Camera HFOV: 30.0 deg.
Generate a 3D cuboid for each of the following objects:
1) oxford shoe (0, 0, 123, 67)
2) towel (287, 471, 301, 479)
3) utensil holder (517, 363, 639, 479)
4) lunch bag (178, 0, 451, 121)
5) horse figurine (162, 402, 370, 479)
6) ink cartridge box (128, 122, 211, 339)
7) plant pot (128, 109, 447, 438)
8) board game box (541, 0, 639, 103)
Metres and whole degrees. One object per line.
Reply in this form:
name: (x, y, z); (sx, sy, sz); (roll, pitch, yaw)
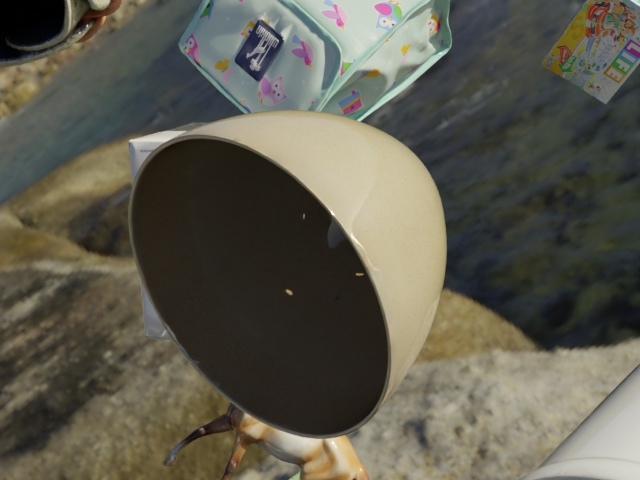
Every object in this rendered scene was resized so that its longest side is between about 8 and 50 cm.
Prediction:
oxford shoe: (-0.120, -0.142, 0.553); (0.397, 0.146, 0.140); (-17, -27, -38)
towel: (-0.024, 0.306, 1.358); (0.152, 0.113, 0.023); (-34, 40, -3)
utensil holder: (0.382, 0.273, 1.153); (0.327, 0.328, 0.385); (-17, 10, 44)
lunch bag: (-0.010, -0.245, 1.400); (0.262, 0.223, 0.160); (-41, -23, -13)
horse figurine: (-0.039, 0.230, 1.253); (0.174, 0.263, 0.066); (-53, 2, 7)
ink cartridge box: (-0.141, -0.015, 1.434); (0.100, 0.237, 0.172); (2, 13, 20)
plant pot: (0.000, 0.000, 1.038); (0.284, 0.284, 0.191); (-14, 18, 48)
board game box: (0.371, -0.260, 1.550); (0.026, 0.103, 0.154); (-59, 0, -42)
